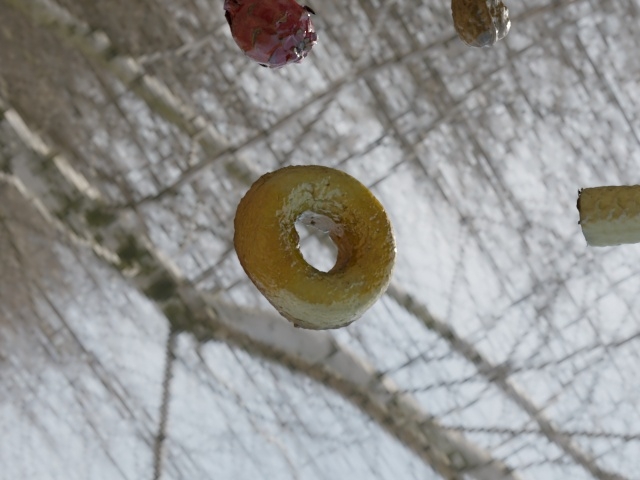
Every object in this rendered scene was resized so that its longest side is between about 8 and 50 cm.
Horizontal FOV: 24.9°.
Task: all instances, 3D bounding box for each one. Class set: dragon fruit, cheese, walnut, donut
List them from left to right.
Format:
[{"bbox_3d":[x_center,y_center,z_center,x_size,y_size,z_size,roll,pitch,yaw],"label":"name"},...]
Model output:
[{"bbox_3d":[-0.084,-0.342,2.333,0.136,0.166,0.133,-57,175,-38],"label":"dragon fruit"},{"bbox_3d":[0.000,0.000,1.475,0.162,0.178,0.065,-50,-174,-21],"label":"donut"},{"bbox_3d":[0.227,-0.319,2.062,0.079,0.096,0.082,-23,-174,-12],"label":"walnut"},{"bbox_3d":[0.519,-0.047,2.422,0.167,0.123,0.093,-6,-124,18],"label":"cheese"}]
